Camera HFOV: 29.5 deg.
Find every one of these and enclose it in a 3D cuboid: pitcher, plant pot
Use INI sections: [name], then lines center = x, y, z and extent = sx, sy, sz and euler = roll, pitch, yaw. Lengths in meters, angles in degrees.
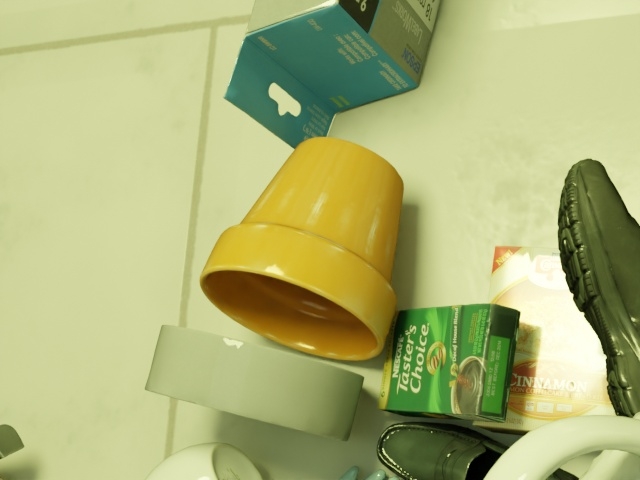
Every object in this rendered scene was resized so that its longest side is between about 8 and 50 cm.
[pitcher]
center = -0.143, 0.331, 1.318
extent = 0.207, 0.125, 0.177
euler = -41, 82, 22
[plant pot]
center = 0.000, 0.000, 1.301
extent = 0.205, 0.205, 0.187
euler = 9, 64, 28

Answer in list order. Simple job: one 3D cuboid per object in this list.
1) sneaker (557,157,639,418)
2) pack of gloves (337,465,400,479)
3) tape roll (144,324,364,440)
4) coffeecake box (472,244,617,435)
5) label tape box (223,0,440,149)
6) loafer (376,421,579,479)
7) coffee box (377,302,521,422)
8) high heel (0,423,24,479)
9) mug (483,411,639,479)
[sneaker]
center = 0.304, 0.055, 1.116
extent = 0.130, 0.109, 0.286
euler = -18, 82, 0
[pack of gloves]
center = 0.036, 0.365, 1.261
extent = 0.232, 0.046, 0.195
euler = -43, 61, -2
[tape roll]
center = -0.068, 0.149, 1.265
extent = 0.219, 0.219, 0.072
euler = 11, 81, 29
[coffeecake box]
center = 0.239, 0.104, 1.212
extent = 0.142, 0.068, 0.185
euler = 2, 76, 27
[label tape box]
center = 0.037, -0.265, 1.324
extent = 0.106, 0.241, 0.333
euler = 12, 81, 27
[loafer]
center = 0.153, 0.228, 1.212
extent = 0.223, 0.078, 0.076
euler = 14, 81, 29
[coffee box]
center = 0.126, 0.123, 1.225
extent = 0.184, 0.040, 0.113
euler = -9, 69, 62
[high heel]
center = -0.378, 0.367, 1.455
extent = 0.186, 0.093, 0.261
euler = -35, 74, 38
[mug]
center = 0.262, 0.269, 0.925
extent = 0.328, 0.374, 0.276
euler = -65, 24, 1
